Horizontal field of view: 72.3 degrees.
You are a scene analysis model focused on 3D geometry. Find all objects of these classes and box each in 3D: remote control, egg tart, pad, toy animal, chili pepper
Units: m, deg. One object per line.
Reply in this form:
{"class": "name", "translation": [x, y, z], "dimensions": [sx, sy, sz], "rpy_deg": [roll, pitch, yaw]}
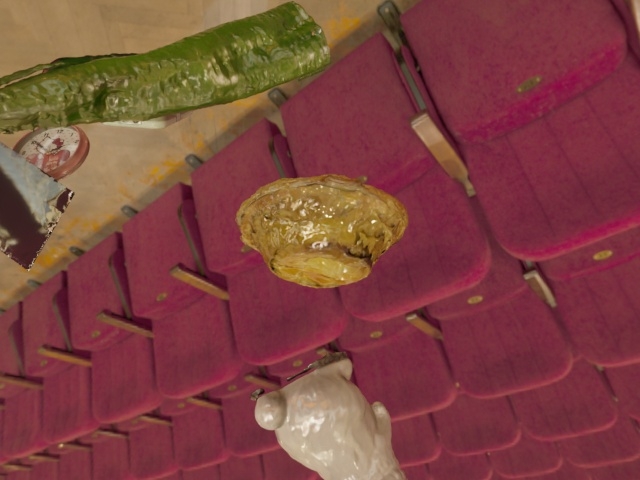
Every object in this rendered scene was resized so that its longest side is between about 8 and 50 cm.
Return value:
{"class": "remote control", "translation": [-0.382, -0.304, 0.999], "dimensions": [0.127, 0.335, 0.066], "rpy_deg": [1, 111, -6]}
{"class": "egg tart", "translation": [-0.003, 0.001, 0.826], "dimensions": [0.340, 0.129, 0.341], "rpy_deg": [5, 155, 2]}
{"class": "pad", "translation": [-0.858, -0.122, 1.168], "dimensions": [0.367, 0.248, 0.007], "rpy_deg": [34, -176, 4]}
{"class": "toy animal", "translation": [0.046, 0.403, 0.800], "dimensions": [0.257, 0.357, 0.194], "rpy_deg": [-14, 147, -31]}
{"class": "chili pepper", "translation": [-0.133, -0.137, 0.375], "dimensions": [0.359, 0.085, 0.076], "rpy_deg": [-35, 178, -34]}

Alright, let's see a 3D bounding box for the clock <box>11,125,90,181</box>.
{"class": "clock", "translation": [-0.839, -0.269, 1.360], "dimensions": [0.244, 0.245, 0.056], "rpy_deg": [-6, 149, 4]}
